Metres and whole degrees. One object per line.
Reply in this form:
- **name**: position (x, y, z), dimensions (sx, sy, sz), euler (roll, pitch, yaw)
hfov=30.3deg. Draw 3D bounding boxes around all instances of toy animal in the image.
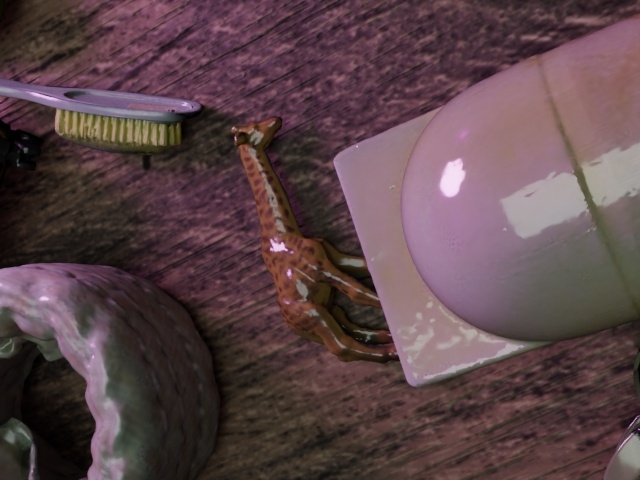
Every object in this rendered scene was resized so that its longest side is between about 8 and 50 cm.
- **toy animal**: position (-0.007, 0.007, 1.145), dimensions (0.275, 0.054, 0.149), euler (42, 102, 9)

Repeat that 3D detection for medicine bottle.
- **medicine bottle**: position (0.224, -0.046, 0.977), dimensions (0.406, 0.236, 0.235), euler (-22, 89, 16)

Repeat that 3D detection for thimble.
- **thimble**: position (-0.260, 0.170, 1.158), dimensions (0.292, 0.195, 0.291), euler (1, 94, 20)

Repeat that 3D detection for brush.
- **brush**: position (-0.265, -0.128, 1.190), dimensions (0.297, 0.068, 0.060), euler (10, 111, 8)

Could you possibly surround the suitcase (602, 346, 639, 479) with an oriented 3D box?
- **suitcase**: position (0.403, 0.210, 0.975), dimensions (0.339, 0.194, 0.351), euler (-19, 90, 19)

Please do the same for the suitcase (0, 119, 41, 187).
- **suitcase**: position (-0.423, -0.060, 1.188), dimensions (0.235, 0.143, 0.193), euler (19, 100, -18)

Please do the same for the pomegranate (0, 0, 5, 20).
- **pomegranate**: position (-0.382, -0.231, 1.204), dimensions (0.122, 0.122, 0.161), euler (19, 129, 13)
